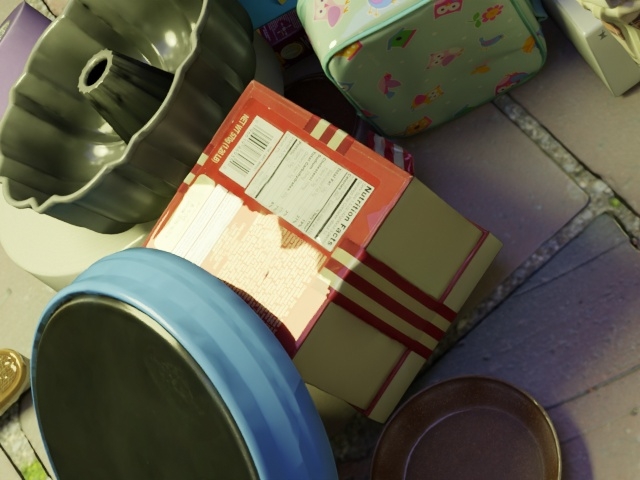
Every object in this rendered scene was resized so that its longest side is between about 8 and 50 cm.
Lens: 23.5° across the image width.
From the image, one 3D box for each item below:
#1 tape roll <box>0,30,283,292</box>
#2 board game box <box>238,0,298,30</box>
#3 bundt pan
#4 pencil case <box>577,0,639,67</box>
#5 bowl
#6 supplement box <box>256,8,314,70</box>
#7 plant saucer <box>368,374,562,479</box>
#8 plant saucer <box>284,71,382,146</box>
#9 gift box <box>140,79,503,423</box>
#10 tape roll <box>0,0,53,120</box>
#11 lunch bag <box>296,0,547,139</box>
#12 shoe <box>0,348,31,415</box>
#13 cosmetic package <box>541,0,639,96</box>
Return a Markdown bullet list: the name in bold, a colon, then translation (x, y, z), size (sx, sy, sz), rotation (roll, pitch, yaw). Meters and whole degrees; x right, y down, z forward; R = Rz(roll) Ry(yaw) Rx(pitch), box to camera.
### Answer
- **tape roll**: translation (-0.215, -0.113, 1.781), size (0.392, 0.072, 0.392), rotation (-23, 47, 28)
- **board game box**: translation (0.071, -0.366, 1.693), size (0.336, 0.079, 0.254), rotation (-25, 14, 26)
- **bundt pan**: translation (-0.191, -0.149, 1.621), size (0.331, 0.124, 0.330), rotation (-29, 44, 32)
- **pencil case**: translation (0.341, -0.203, 1.403), size (0.160, 0.410, 0.183), rotation (15, 80, 33)
- **bowl**: translation (-0.143, 0.202, 1.483), size (0.391, 0.391, 0.077), rotation (31, 41, 34)
- **supplement box**: translation (-0.029, -0.245, 1.822), size (0.083, 0.055, 0.043), rotation (-30, 58, 11)
- **plant saucer**: translation (0.145, 0.230, 1.511), size (0.199, 0.036, 0.198), rotation (-11, 61, 21)
- **plant saucer**: translation (-0.010, -0.127, 1.770), size (0.168, 0.029, 0.168), rotation (-12, 60, 21)
- **gift box**: translation (0.000, 0.000, 1.550), size (0.276, 0.258, 0.255), rotation (40, 93, 33)
- **tape roll**: translation (-0.388, -0.197, 1.902), size (0.189, 0.080, 0.189), rotation (-46, 21, 23)
- **lunch bag**: translation (0.115, -0.222, 1.609), size (0.224, 0.279, 0.107), rotation (-30, 67, 11)
- **shoe**: translation (-0.417, 0.205, 1.796), size (0.219, 0.058, 0.076), rotation (-36, 75, 11)
- **cosmetic package**: translation (0.331, -0.315, 1.626), size (0.224, 0.138, 0.224), rotation (-35, 54, 7)
